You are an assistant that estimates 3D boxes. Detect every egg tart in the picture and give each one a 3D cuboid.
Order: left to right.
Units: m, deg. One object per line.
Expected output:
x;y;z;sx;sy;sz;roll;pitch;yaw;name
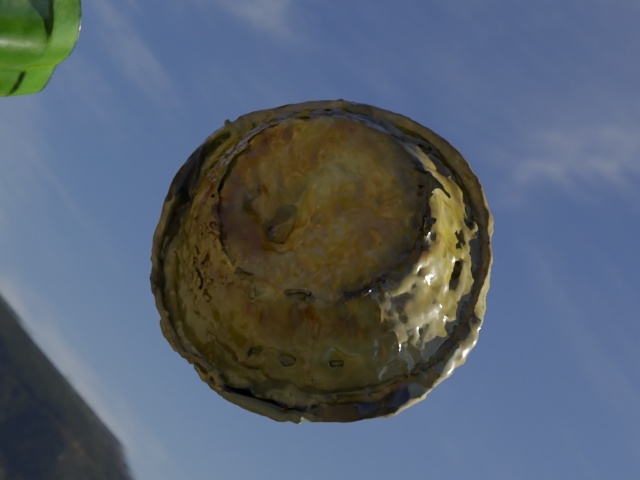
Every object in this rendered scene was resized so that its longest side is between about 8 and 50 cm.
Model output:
-0.001;-0.001;0.866;0.212;0.212;0.090;41;-18;25;egg tart

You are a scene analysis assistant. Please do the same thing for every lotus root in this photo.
-0.272;-0.182;1.016;0.186;0.186;0.186;43;-18;18;lotus root
